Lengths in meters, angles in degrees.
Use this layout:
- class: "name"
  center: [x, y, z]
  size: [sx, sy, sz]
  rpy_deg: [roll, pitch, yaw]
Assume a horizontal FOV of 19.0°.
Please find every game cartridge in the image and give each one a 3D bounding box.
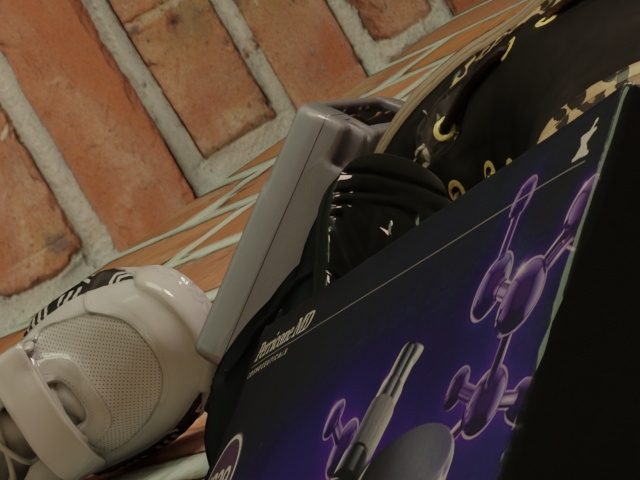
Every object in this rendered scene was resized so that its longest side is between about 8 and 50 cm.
- class: "game cartridge"
  center: [0.000, 0.000, 1.311]
  size: [0.198, 0.062, 0.297]
  rpy_deg: [-62, -9, 11]

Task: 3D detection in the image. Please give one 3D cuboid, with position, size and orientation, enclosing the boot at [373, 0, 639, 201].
- class: "boot"
  center: [0.127, -0.019, 1.048]
  size: [0.377, 0.138, 0.284]
  rpy_deg: [-46, 15, 26]

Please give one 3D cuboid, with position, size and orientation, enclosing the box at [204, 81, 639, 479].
- class: "box"
  center: [0.034, 0.094, 0.498]
  size: [0.184, 0.103, 0.261]
  rpy_deg: [-66, 11, -22]

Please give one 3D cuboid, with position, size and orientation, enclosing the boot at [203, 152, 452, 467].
- class: "boot"
  center: [-0.002, 0.102, 0.997]
  size: [0.207, 0.094, 0.246]
  rpy_deg: [119, 162, -54]

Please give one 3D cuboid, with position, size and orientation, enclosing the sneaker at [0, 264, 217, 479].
- class: "sneaker"
  center: [-0.231, 0.156, 1.362]
  size: [0.366, 0.137, 0.210]
  rpy_deg: [-31, 7, 34]
